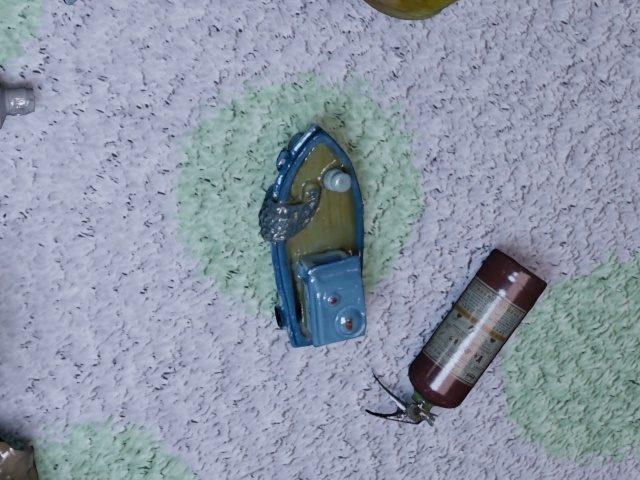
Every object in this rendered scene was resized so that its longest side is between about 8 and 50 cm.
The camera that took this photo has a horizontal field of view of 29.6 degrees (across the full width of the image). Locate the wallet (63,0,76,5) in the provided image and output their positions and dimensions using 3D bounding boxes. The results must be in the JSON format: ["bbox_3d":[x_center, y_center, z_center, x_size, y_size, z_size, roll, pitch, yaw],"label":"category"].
[{"bbox_3d":[-0.191,-0.387,1.041,0.251,0.054,0.290,-32,110,-9],"label":"wallet"}]

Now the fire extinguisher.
[{"bbox_3d":[0.140,0.111,1.316,0.099,0.071,0.231,37,97,3],"label":"fire extinguisher"}]

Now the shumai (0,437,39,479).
[{"bbox_3d":[-0.337,0.300,1.180,0.184,0.185,0.218,32,119,-4],"label":"shumai"}]

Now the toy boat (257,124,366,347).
[{"bbox_3d":[0.000,0.000,1.211,0.109,0.098,0.238,-11,111,-17],"label":"toy boat"}]

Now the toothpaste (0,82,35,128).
[{"bbox_3d":[-0.381,-0.113,1.080,0.247,0.047,0.078,-7,108,-13],"label":"toothpaste"}]

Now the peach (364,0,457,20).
[{"bbox_3d":[0.077,-0.316,1.068,0.214,0.214,0.235,-42,95,0],"label":"peach"}]
